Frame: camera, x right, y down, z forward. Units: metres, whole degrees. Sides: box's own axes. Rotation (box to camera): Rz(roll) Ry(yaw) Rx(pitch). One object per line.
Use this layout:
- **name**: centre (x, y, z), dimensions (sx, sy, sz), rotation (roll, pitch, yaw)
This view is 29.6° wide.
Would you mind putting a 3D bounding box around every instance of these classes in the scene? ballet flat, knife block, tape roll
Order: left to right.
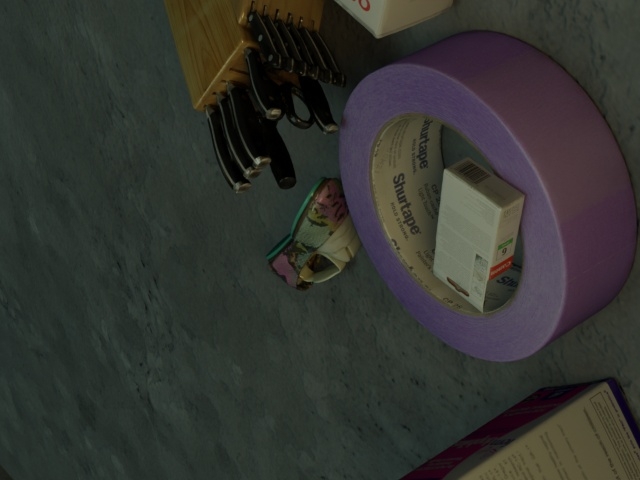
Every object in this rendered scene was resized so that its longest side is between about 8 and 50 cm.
- **knife block**: centre (-0.080, -0.164, 1.162), dimensions (0.276, 0.088, 0.242), rotation (9, 87, 55)
- **ballet flat**: centre (0.000, 0.000, 1.317), dimensions (0.079, 0.077, 0.221), rotation (40, 153, 2)
- **tape roll**: centre (0.135, -0.036, 1.042), dimensions (0.275, 0.090, 0.274), rotation (37, 141, 38)

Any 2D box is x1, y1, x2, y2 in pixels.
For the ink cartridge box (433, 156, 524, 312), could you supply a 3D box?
- **ink cartridge box**: centre (0.124, -0.003, 0.967), dimensions (0.063, 0.029, 0.115), rotation (40, 145, 34)

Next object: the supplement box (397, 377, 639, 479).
- **supplement box**: centre (0.173, 0.221, 1.058), dimensions (0.111, 0.220, 0.114), rotation (-23, 94, 60)

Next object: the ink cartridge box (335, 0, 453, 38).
- **ink cartridge box**: centre (0.047, -0.298, 0.965), dimensions (0.158, 0.092, 0.218), rotation (46, 149, 27)
